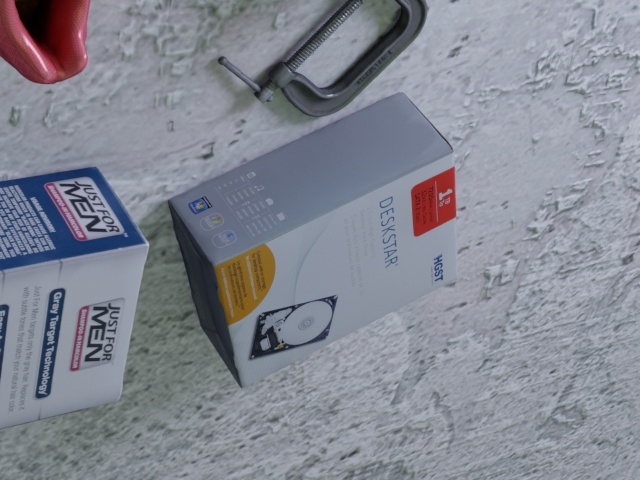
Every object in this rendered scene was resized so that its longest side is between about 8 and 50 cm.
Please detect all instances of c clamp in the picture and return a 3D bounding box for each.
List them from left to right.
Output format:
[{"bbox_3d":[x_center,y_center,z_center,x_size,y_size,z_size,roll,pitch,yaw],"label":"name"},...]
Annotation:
[{"bbox_3d":[0.013,-0.159,1.186,0.160,0.022,0.137,-41,142,4],"label":"c clamp"}]

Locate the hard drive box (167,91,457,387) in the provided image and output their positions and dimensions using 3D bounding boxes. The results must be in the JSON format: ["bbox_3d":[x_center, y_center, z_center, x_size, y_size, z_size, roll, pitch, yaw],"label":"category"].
[{"bbox_3d":[0.000,0.000,1.286,0.232,0.089,0.181,-27,142,-14],"label":"hard drive box"}]

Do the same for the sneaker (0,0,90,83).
[{"bbox_3d":[-0.168,-0.231,0.873,0.115,0.136,0.314,-18,138,-24],"label":"sneaker"}]

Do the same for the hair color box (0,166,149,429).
[{"bbox_3d":[-0.315,0.065,1.086,0.347,0.105,0.174,-11,135,-30],"label":"hair color box"}]
